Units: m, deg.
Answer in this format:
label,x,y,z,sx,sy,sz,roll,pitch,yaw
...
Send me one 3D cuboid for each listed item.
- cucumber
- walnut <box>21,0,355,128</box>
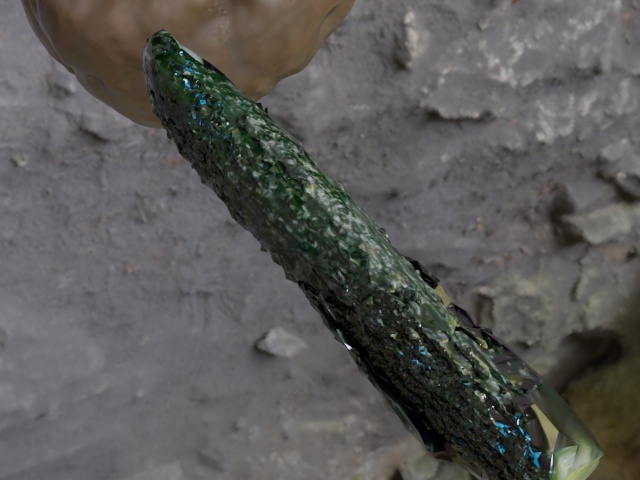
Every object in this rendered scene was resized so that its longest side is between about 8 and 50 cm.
label,x,y,z,sx,sy,sz,roll,pitch,yaw
cucumber,0.001,0.000,0.378,0.043,0.257,0.044,5,125,-52
walnut,-0.093,-0.216,0.752,0.273,0.227,0.273,-39,-166,12
